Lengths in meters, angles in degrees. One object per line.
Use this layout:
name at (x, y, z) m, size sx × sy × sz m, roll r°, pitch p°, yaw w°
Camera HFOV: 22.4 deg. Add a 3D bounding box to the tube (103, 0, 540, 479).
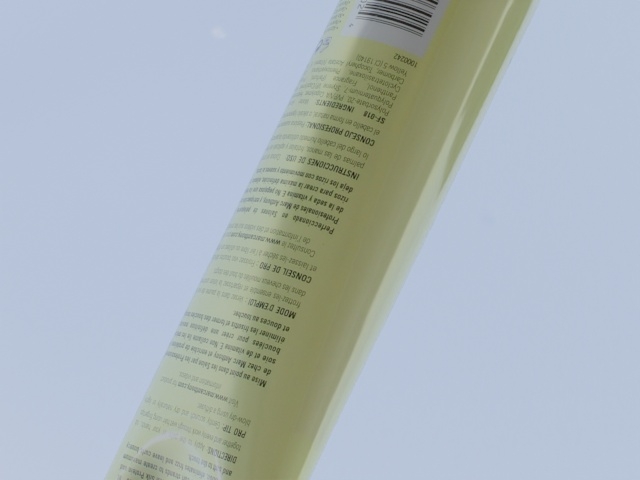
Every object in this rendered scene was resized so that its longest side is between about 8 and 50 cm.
tube at (0.000, 0.000, 0.520) m, size 0.062 × 0.070 × 0.240 m, roll 25°, pitch -104°, yaw 5°
